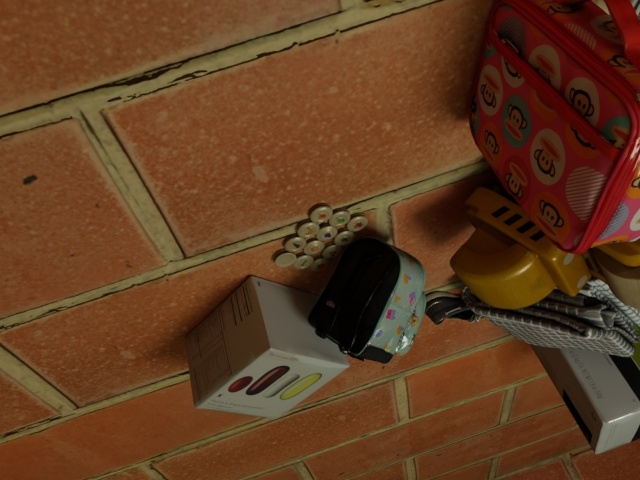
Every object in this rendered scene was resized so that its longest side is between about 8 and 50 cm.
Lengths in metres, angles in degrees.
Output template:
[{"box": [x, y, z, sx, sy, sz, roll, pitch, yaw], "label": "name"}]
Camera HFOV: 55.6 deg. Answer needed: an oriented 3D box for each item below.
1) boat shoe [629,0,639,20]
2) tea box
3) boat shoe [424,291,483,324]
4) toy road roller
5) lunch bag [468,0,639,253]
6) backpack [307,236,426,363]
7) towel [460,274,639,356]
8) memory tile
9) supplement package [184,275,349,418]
[{"box": [0.521, -0.243, 0.719, 0.341, 0.158, 0.127, -2, 139, -22], "label": "boat shoe"}, {"box": [0.664, 0.228, 1.316, 0.324, 0.328, 0.220, -23, 142, 1], "label": "tea box"}, {"box": [0.304, 0.153, 1.276, 0.206, 0.064, 0.075, 7, 135, -31], "label": "boat shoe"}, {"box": [0.359, 0.022, 0.935, 0.240, 0.329, 0.202, -50, 138, 2], "label": "toy road roller"}, {"box": [0.296, -0.157, 0.711, 0.120, 0.293, 0.258, -12, 138, -14], "label": "lunch bag"}, {"box": [0.091, 0.094, 1.014, 0.145, 0.166, 0.188, 17, 95, -37], "label": "backpack"}, {"box": [0.443, 0.137, 1.159, 0.284, 0.121, 0.235, 7, 161, 48], "label": "towel"}, {"box": [0.000, 0.000, 0.996, 0.113, 0.012, 0.148, 13, 132, -36], "label": "memory tile"}, {"box": [-0.098, 0.198, 1.081, 0.194, 0.149, 0.203, 22, 127, -41], "label": "supplement package"}]
